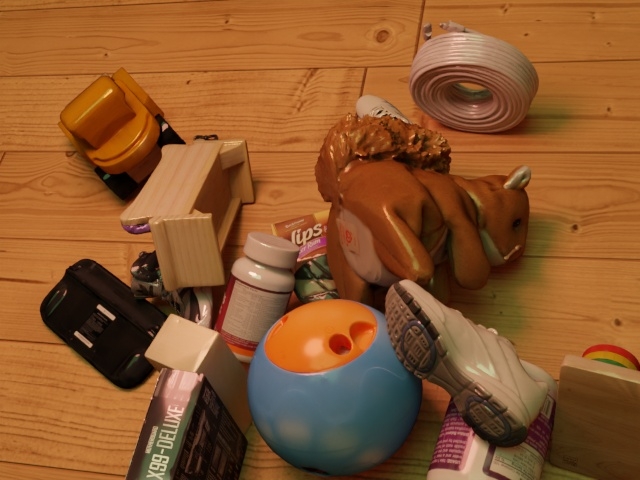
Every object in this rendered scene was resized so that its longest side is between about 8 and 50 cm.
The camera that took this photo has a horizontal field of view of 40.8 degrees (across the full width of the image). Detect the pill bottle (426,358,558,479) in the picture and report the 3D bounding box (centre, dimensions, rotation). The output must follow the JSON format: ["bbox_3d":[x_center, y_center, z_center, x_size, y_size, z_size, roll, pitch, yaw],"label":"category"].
[{"bbox_3d":[0.264,0.345,1.356,0.169,0.169,0.301,12,61,22],"label":"pill bottle"}]

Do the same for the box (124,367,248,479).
[{"bbox_3d":[-0.211,0.378,1.375,0.076,0.307,0.242,5,60,14],"label":"box"}]

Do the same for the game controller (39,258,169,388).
[{"bbox_3d":[-0.435,0.162,1.740,0.319,0.067,0.166,32,84,30],"label":"game controller"}]

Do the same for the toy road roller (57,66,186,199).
[{"bbox_3d":[-0.474,-0.275,1.904,0.202,0.240,0.329,-42,55,-3],"label":"toy road roller"}]

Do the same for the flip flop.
[{"bbox_3d":[0.078,0.063,1.650,0.277,0.080,0.112,-22,73,-19],"label":"flip flop"}]

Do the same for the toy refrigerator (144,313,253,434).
[{"bbox_3d":[-0.191,0.235,1.488,0.102,0.269,0.094,18,63,25],"label":"toy refrigerator"}]

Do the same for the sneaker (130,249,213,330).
[{"bbox_3d":[-0.289,0.107,1.672,0.153,0.101,0.269,-5,42,-10],"label":"sneaker"}]

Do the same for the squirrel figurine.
[{"bbox_3d":[0.195,-0.081,1.554,0.370,0.281,0.397,-16,70,-26],"label":"squirrel figurine"}]

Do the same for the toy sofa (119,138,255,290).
[{"bbox_3d":[-0.248,-0.060,1.685,0.177,0.150,0.362,-3,30,8],"label":"toy sofa"}]

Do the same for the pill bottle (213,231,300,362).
[{"bbox_3d":[-0.116,0.104,1.584,0.121,0.121,0.221,23,103,27],"label":"pill bottle"}]

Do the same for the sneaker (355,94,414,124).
[{"bbox_3d":[0.150,-0.245,1.827,0.085,0.086,0.237,-34,54,-6],"label":"sneaker"}]

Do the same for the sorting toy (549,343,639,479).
[{"bbox_3d":[0.493,0.269,1.302,0.257,0.255,0.089,13,46,22],"label":"sorting toy"}]

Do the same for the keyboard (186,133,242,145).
[{"bbox_3d":[-0.261,-0.194,1.942,0.180,0.023,0.108,-5,63,11],"label":"keyboard"}]

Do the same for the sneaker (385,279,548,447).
[{"bbox_3d":[0.217,0.172,1.306,0.297,0.111,0.129,48,50,11],"label":"sneaker"}]

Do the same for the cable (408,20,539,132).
[{"bbox_3d":[0.305,-0.313,1.727,0.257,0.257,0.089,15,67,5],"label":"cable"}]

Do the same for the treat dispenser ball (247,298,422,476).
[{"bbox_3d":[0.023,0.240,1.416,0.288,0.288,0.288,-7,56,11],"label":"treat dispenser ball"}]

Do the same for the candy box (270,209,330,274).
[{"bbox_3d":[0.000,0.000,1.725,0.186,0.053,0.109,-13,55,5],"label":"candy box"}]
